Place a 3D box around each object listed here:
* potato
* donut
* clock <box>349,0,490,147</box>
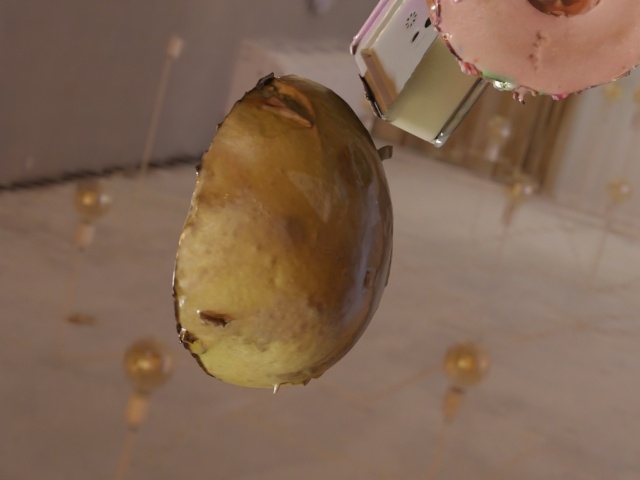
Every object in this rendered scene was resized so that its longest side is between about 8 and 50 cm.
[{"bbox_3d":[0.000,0.000,1.311,0.116,0.239,0.299,11,170,17],"label":"potato"},{"bbox_3d":[0.133,-0.138,1.043,0.166,0.117,0.065,10,-149,-11],"label":"donut"},{"bbox_3d":[0.114,-0.197,1.530,0.071,0.192,0.147,26,-158,-25],"label":"clock"}]
